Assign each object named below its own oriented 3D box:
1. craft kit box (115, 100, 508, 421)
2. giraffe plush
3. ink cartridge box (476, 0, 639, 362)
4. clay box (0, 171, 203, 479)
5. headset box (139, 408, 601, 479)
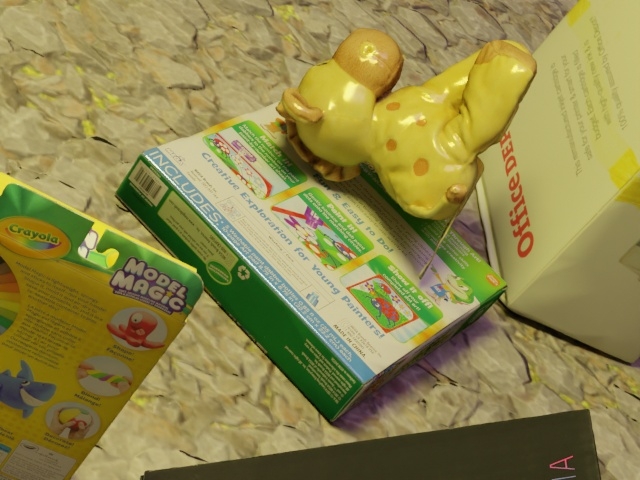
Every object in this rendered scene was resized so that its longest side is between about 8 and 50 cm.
[{"bbox_3d":[0.000,0.000,1.300,0.250,0.061,0.246,46,37,12],"label":"craft kit box"},{"bbox_3d":[0.057,-0.098,1.311,0.170,0.181,0.210,29,68,5],"label":"giraffe plush"},{"bbox_3d":[0.319,-0.122,1.440,0.160,0.385,0.279,25,36,-23],"label":"ink cartridge box"},{"bbox_3d":[-0.165,0.055,0.933,0.127,0.222,0.053,28,35,-16],"label":"clay box"},{"bbox_3d":[0.025,0.237,0.866,0.283,0.131,0.246,-9,40,9],"label":"headset box"}]
